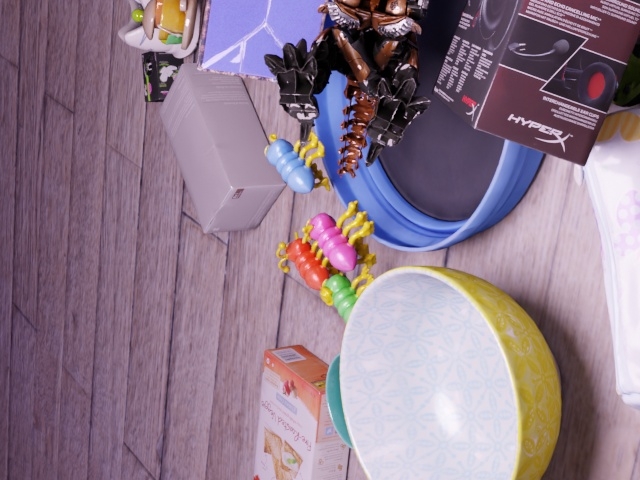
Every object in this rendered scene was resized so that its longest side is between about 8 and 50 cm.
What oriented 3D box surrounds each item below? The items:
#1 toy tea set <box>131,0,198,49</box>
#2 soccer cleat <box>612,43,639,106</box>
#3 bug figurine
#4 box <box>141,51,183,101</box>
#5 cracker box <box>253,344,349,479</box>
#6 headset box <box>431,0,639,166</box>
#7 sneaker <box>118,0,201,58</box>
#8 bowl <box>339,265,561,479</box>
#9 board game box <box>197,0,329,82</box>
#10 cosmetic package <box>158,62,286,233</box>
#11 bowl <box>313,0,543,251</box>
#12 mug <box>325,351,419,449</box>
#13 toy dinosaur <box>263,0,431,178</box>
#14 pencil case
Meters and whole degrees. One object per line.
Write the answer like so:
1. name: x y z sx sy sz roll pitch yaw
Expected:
1. toy tea set: -0.222 -0.383 1.601 0.336 0.124 0.200 108 167 -52
2. soccer cleat: 0.318 -0.155 1.077 0.179 0.072 0.060 173 100 -79
3. bug figurine: 0.000 0.000 1.483 0.216 0.072 0.279 51 161 38
4. box: -0.264 -0.276 1.974 0.062 0.052 0.083 1 94 58
5. cracker box: -0.027 0.287 1.684 0.156 0.067 0.232 30 120 53
6. headset box: 0.215 -0.236 1.047 0.218 0.110 0.293 -108 37 -75
7. sneaker: -0.246 -0.432 1.847 0.111 0.129 0.297 36 123 52
8. bowl: 0.166 0.162 1.271 0.289 0.156 0.289 14 107 52
9. board game box: -0.067 -0.357 1.462 0.291 0.141 0.232 -99 19 -62
10. cosmetic package: -0.153 -0.141 1.779 0.127 0.107 0.238 -50 57 49
11. bowl: 0.121 -0.183 1.362 0.391 0.077 0.391 14 106 56
12. mug: 0.089 0.194 1.458 0.158 0.097 0.129 9 102 56
13. toy dinosaur: 0.060 -0.199 1.260 0.164 0.218 0.322 -1 128 20
14. pencil case: 0.304 0.012 1.064 0.113 0.124 0.273 -18 81 57
